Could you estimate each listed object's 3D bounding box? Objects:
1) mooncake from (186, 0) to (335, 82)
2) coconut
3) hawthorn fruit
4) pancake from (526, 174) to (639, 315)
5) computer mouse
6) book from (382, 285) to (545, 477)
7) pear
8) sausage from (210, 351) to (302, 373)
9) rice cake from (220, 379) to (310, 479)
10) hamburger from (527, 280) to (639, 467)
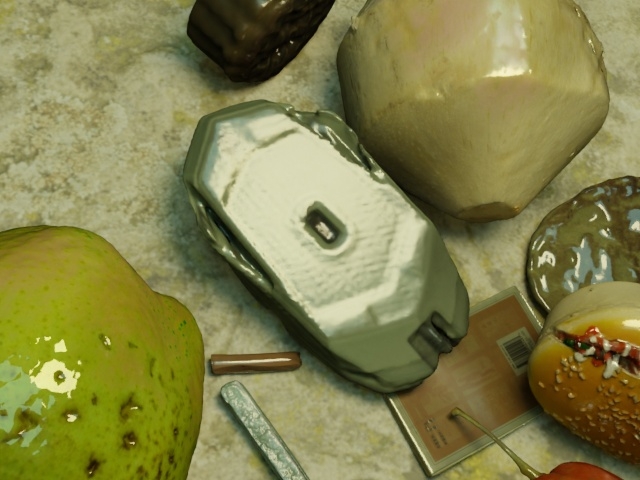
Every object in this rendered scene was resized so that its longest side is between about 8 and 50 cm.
[{"bbox_3d":[-0.070,-0.318,1.268,0.124,0.228,0.228,43,67,2],"label":"mooncake"},{"bbox_3d":[0.196,-0.193,1.220,0.352,0.353,0.353,3,67,-8],"label":"coconut"},{"bbox_3d":[0.272,0.293,1.112,0.165,0.165,0.285,-34,75,-21],"label":"hawthorn fruit"},{"bbox_3d":[0.422,0.046,1.300,0.294,0.049,0.295,3,71,-8],"label":"pancake"},{"bbox_3d":[0.001,0.002,1.195,0.429,0.145,0.228,46,75,-2],"label":"computer mouse"},{"bbox_3d":[0.201,0.178,1.223,0.241,0.018,0.170,-23,73,-19],"label":"book"},{"bbox_3d":[-0.298,0.161,0.966,0.390,0.391,0.391,3,67,-8],"label":"pear"},{"bbox_3d":[-0.081,0.153,1.181,0.116,0.026,0.026,-2,68,-11],"label":"sausage"},{"bbox_3d":[-0.054,0.257,1.138,0.033,0.033,0.208,-35,79,-10],"label":"rice cake"},{"bbox_3d":[0.395,0.180,1.140,0.295,0.227,0.151,26,45,-11],"label":"hamburger"}]
